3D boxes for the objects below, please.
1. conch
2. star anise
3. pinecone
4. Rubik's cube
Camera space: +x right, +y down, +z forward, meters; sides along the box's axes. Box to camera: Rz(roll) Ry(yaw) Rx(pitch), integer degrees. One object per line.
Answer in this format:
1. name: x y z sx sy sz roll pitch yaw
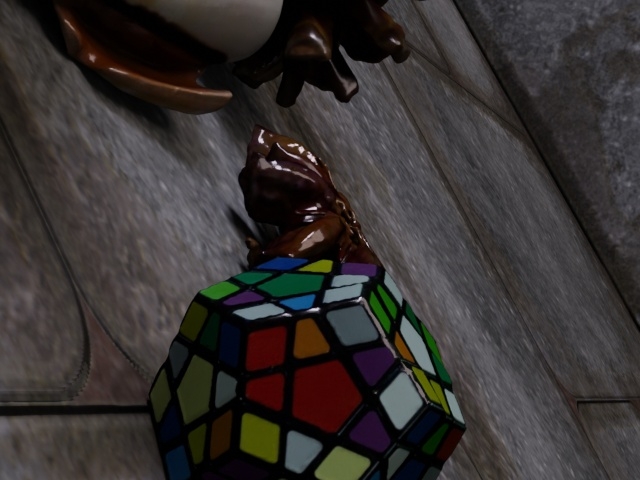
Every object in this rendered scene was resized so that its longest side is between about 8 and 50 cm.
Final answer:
1. conch: -0.080 -0.126 0.836 0.094 0.104 0.176 31 18 4
2. star anise: 0.000 0.000 0.919 0.168 0.057 0.168 52 17 -23
3. pinecone: -0.016 -0.239 1.021 0.244 0.244 0.309 28 45 -64
4. Rubik's cube: -0.006 0.070 0.645 0.112 0.133 0.133 36 3 25
